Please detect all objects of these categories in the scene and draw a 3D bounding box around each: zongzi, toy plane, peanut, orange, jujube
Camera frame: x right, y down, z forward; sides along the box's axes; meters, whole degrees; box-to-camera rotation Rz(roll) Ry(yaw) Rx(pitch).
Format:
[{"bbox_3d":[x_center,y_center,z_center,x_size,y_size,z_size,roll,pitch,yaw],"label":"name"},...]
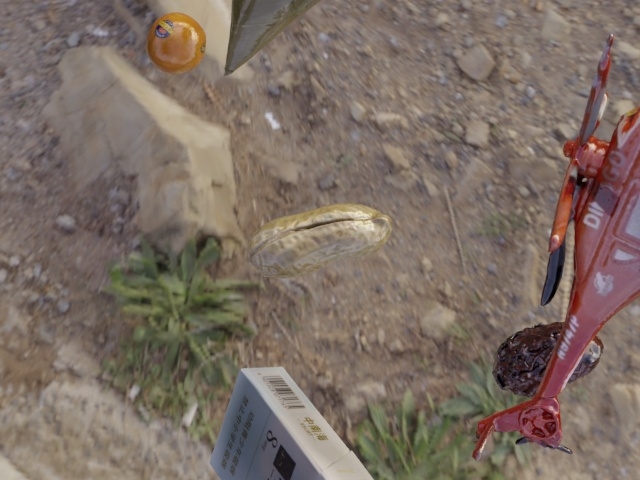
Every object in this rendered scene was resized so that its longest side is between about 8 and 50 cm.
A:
[{"bbox_3d":[0.016,-0.326,1.367,0.145,0.274,0.300,21,81,-45],"label":"zongzi"},{"bbox_3d":[0.119,0.017,0.501,0.077,0.126,0.194,25,94,14],"label":"toy plane"},{"bbox_3d":[0.000,0.000,1.406,0.174,0.080,0.080,-13,105,-1],"label":"peanut"},{"bbox_3d":[-0.189,-0.259,1.566,0.084,0.083,0.083,-1,104,-3],"label":"orange"},{"bbox_3d":[0.304,0.156,1.575,0.166,0.104,0.104,-21,109,44],"label":"jujube"}]

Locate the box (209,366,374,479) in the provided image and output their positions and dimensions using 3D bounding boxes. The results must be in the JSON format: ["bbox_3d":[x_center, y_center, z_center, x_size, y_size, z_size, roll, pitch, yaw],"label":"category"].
[{"bbox_3d":[-0.037,0.280,1.423,0.067,0.243,0.155,0,121,-34],"label":"box"}]
